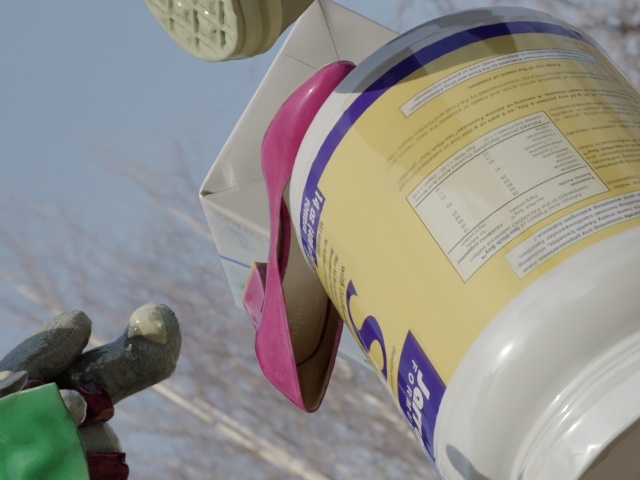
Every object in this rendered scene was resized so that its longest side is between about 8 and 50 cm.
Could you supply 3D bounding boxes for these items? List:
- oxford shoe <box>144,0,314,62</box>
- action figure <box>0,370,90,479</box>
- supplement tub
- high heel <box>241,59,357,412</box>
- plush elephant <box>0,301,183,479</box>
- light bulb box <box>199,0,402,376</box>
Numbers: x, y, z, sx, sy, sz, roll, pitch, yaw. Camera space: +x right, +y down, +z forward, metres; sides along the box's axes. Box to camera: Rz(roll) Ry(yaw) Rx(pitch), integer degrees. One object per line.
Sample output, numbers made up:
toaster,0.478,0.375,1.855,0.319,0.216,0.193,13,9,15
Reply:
oxford shoe,-0.103,-0.326,1.052,0.130,0.169,0.449,-31,-75,-27
action figure,-0.137,0.183,0.925,0.063,0.137,0.232,-39,-69,-54
supplement tub,0.146,0.037,1.088,0.241,0.331,0.241,-15,-47,-17
high heel,0.000,0.000,1.248,0.082,0.117,0.244,2,-52,-29
plush elephant,-0.278,0.181,1.647,0.255,0.330,0.272,54,-153,-69
light bulb box,0.105,0.002,1.684,0.225,0.358,0.361,-60,-12,-14
